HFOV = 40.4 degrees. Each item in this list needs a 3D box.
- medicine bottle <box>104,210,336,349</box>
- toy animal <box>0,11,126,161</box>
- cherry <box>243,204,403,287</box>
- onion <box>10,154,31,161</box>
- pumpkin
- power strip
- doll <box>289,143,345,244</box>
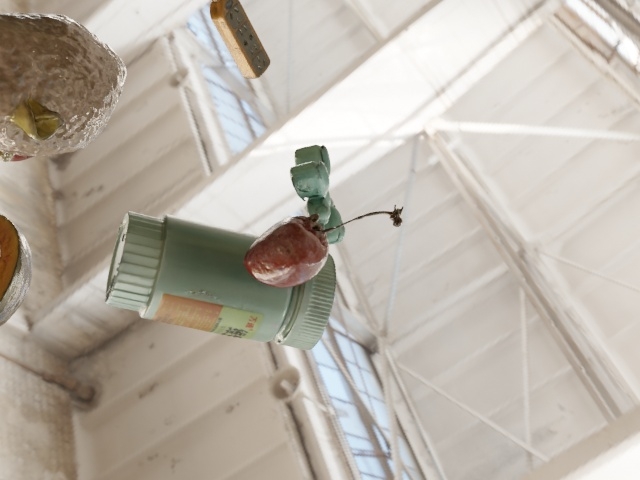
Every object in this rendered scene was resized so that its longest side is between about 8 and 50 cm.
[{"bbox_3d":[-0.150,0.059,1.293,0.158,0.318,0.158,-165,-90,-72],"label":"medicine bottle"},{"bbox_3d":[-0.440,-0.238,1.347,0.188,0.358,0.226,-22,-95,42],"label":"toy animal"},{"bbox_3d":[0.000,0.000,1.157,0.226,0.107,0.090,-21,-93,15],"label":"cherry"},{"bbox_3d":[-0.701,-0.311,1.954,0.276,0.276,0.276,-21,-131,26],"label":"onion"},{"bbox_3d":[-0.604,0.053,1.688,0.169,0.148,0.312,-22,-123,17],"label":"pumpkin"},{"bbox_3d":[-0.129,-0.325,1.351,0.028,0.178,0.049,13,-123,38],"label":"power strip"},{"bbox_3d":[-0.003,-0.066,1.345,0.059,0.158,0.159,-11,-165,6],"label":"doll"}]
